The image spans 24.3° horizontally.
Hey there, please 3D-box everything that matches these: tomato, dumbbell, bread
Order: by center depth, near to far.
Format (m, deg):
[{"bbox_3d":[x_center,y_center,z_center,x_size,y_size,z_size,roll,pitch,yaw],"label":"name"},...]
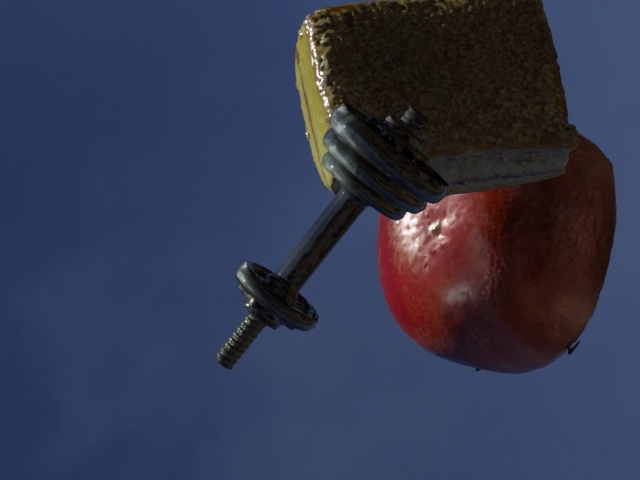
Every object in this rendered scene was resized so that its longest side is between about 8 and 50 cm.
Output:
[{"bbox_3d":[0.000,0.000,1.168,0.110,0.254,0.110,37,-172,-6],"label":"dumbbell"},{"bbox_3d":[0.103,-0.132,1.371,0.110,0.234,0.184,104,158,-59],"label":"bread"},{"bbox_3d":[0.183,-0.004,1.795,0.144,0.338,0.338,14,-115,-53],"label":"tomato"}]
